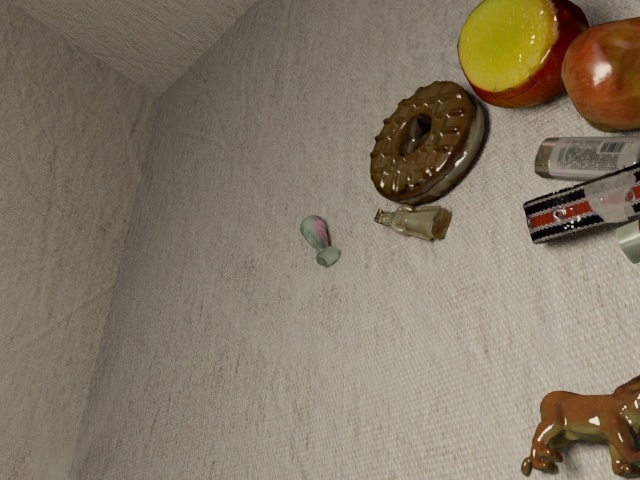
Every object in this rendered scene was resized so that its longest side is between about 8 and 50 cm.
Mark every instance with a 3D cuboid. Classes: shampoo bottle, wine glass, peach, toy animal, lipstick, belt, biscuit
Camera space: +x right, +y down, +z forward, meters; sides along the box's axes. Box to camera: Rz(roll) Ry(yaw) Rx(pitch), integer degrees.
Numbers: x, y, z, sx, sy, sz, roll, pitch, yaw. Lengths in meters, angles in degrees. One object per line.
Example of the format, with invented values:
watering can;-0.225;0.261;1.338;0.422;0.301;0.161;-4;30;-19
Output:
shampoo bottle;0.516;-0.155;1.352;0.227;0.056;0.086;11;77;56
wine glass;0.000;0.000;1.922;0.073;0.073;0.155;-50;36;15
peach;0.443;-0.411;1.489;0.245;0.248;0.275;-27;15;-25
toy animal;0.433;0.279;1.097;0.312;0.097;0.157;-18;44;48
lipstick;0.568;-0.024;1.115;0.186;0.063;0.057;-28;28;38
peach;0.566;-0.307;1.283;0.236;0.214;0.214;-21;46;20
belt;0.502;-0.074;1.222;0.360;0.126;0.094;-25;84;51
biscuit;0.255;-0.237;1.730;0.332;0.103;0.332;-33;41;34

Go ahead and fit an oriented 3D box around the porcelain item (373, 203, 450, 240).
porcelain item;0.211;-0.045;1.681;0.213;0.054;0.084;8;68;55
